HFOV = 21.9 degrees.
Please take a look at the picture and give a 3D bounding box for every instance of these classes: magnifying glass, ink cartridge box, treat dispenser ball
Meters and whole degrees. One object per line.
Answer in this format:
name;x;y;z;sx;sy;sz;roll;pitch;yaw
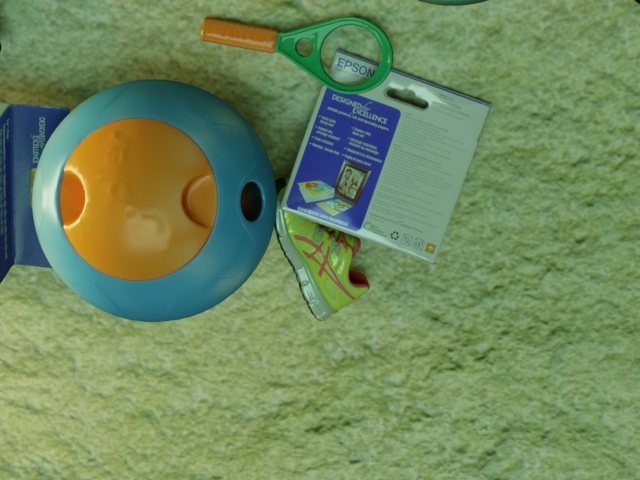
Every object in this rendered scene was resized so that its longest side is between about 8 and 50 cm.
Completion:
magnifying glass;-0.027;-0.232;1.967;0.231;0.026;0.092;11;100;3
ink cartridge box;-0.472;-0.058;2.057;0.307;0.072;0.304;8;137;-2
ink cartridge box;0.079;-0.102;2.014;0.206;0.045;0.208;20;95;-7
treat dispenser ball;-0.195;-0.047;1.959;0.288;0.288;0.288;3;122;5

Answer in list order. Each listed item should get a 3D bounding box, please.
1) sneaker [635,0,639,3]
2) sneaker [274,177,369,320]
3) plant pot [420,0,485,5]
sneaker;0.391;-0.276;1.841;0.283;0.124;0.107;36;120;-15
sneaker;0.000;0.000;2.096;0.094;0.081;0.208;-20;123;8
plant pot;0.142;-0.383;1.738;0.293;0.235;0.293;3;122;4
